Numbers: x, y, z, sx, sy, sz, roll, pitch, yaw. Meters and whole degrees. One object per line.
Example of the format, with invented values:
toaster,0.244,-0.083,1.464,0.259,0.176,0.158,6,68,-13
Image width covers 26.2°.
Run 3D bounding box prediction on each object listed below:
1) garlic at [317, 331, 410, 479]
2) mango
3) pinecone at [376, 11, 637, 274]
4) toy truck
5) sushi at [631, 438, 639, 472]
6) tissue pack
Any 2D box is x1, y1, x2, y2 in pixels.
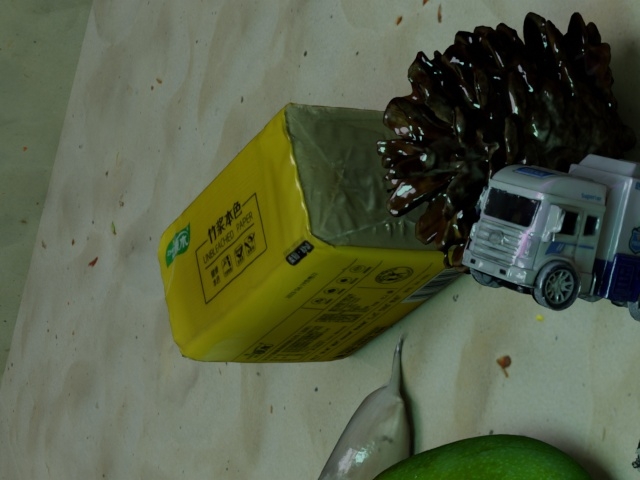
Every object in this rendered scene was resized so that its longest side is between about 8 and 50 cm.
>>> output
garlic,0.071,0.267,1.834,0.148,0.128,0.266,46,113,39
mango,0.163,0.340,1.547,0.382,0.201,0.225,-27,37,44
pinecone,0.196,-0.097,1.490,0.242,0.296,0.298,10,103,56
toy truck,0.280,-0.007,1.345,0.124,0.268,0.155,21,100,58
sushi,0.363,0.201,1.396,0.126,0.026,0.120,32,112,58
tissue pack,0.000,0.000,1.800,0.382,0.293,0.228,-42,54,49
